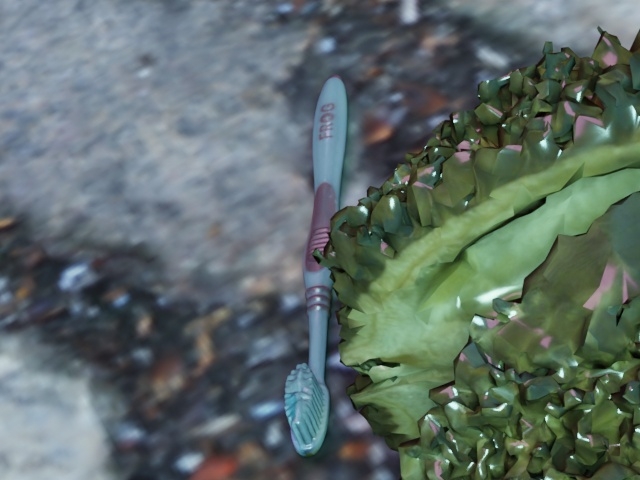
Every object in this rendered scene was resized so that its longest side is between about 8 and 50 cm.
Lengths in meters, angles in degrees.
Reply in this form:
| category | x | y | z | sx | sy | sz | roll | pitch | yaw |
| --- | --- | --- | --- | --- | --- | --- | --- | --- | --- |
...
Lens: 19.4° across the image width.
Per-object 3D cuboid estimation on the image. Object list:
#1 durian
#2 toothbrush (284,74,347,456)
| category | x | y | z | sx | sy | sz | roll | pitch | yaw |
| --- | --- | --- | --- | --- | --- | --- | --- | --- | --- |
| durian | 0.100 | 0.029 | 0.487 | 0.196 | 0.167 | 0.196 | 2 | 56 | -3 |
| toothbrush | 0.000 | 0.000 | 0.656 | 0.013 | 0.019 | 0.193 | -12 | 39 | 15 |
